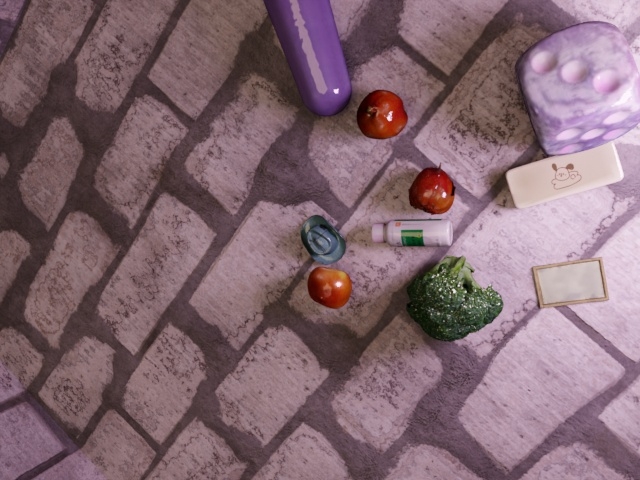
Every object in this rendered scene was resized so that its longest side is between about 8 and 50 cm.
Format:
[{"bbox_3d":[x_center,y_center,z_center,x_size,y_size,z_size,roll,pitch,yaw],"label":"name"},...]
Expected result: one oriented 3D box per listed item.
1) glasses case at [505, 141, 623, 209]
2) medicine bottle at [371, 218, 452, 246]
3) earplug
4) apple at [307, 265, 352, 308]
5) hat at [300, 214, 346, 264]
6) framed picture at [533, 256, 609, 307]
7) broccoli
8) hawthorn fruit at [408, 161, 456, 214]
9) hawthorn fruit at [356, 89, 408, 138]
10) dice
[{"bbox_3d":[0.732,-0.197,1.689,0.313,0.070,0.131,-17,91,22],"label":"glasses case"},{"bbox_3d":[0.303,-0.026,1.861,0.260,0.095,0.095,1,97,21],"label":"medicine bottle"},{"bbox_3d":[-0.024,-0.637,1.855,0.215,0.215,0.456,-17,94,22],"label":"earplug"},{"bbox_3d":[0.031,0.166,1.956,0.163,0.163,0.139,11,93,19],"label":"apple"},{"bbox_3d":[0.000,0.000,1.987,0.138,0.078,0.191,-44,81,22],"label":"hat"},{"bbox_3d":[0.781,0.133,1.746,0.201,0.010,0.136,-10,94,22],"label":"framed picture"},{"bbox_3d":[0.422,0.183,1.770,0.308,0.308,0.275,16,64,18],"label":"broccoli"},{"bbox_3d":[0.365,-0.168,1.800,0.148,0.148,0.172,17,84,18],"label":"hawthorn fruit"},{"bbox_3d":[0.192,-0.402,1.805,0.169,0.188,0.169,6,105,25],"label":"hawthorn fruit"},{"bbox_3d":[0.704,-0.409,1.537,0.271,0.270,0.270,-19,72,22],"label":"dice"}]
